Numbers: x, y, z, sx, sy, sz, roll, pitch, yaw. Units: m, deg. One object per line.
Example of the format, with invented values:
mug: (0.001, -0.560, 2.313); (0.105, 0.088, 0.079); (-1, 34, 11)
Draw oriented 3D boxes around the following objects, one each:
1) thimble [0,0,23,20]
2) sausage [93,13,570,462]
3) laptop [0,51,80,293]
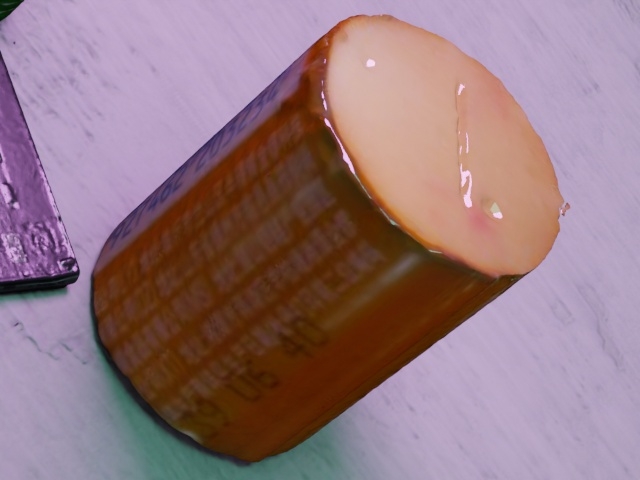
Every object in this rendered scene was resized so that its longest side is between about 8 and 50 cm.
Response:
thimble: (-0.272, -0.233, 1.551); (0.130, 0.090, 0.118); (-6, 68, -43)
sausage: (0.000, 0.000, 1.479); (0.233, 0.287, 0.233); (27, 42, -27)
laptop: (-0.271, -0.055, 1.470); (0.154, 0.026, 0.207); (-4, 65, -44)
